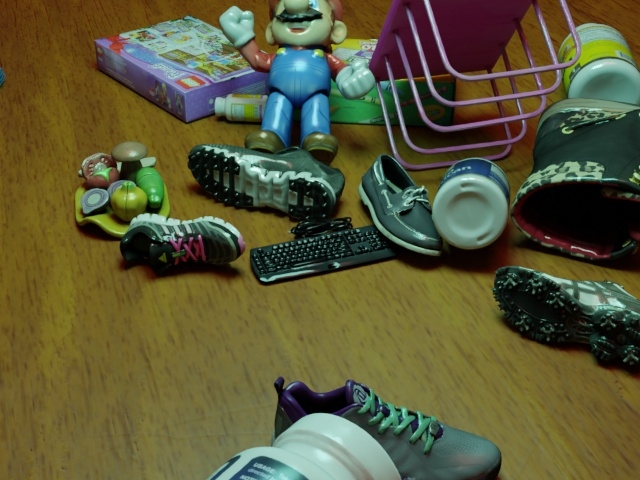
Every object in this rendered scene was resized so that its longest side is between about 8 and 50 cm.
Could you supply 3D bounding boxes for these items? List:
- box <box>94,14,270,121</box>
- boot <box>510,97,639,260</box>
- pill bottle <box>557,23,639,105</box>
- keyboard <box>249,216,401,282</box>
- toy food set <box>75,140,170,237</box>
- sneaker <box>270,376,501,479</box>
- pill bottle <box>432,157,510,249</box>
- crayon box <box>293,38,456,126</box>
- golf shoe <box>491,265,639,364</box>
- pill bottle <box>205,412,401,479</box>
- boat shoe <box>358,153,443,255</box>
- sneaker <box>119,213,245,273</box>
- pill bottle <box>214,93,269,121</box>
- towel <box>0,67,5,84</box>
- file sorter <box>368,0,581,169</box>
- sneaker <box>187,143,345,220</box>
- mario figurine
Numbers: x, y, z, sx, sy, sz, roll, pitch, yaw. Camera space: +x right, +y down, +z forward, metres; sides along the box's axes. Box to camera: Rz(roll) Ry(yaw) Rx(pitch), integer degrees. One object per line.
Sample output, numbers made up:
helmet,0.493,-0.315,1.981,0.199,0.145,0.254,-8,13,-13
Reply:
box,-0.227,-0.301,1.828,0.201,0.057,0.293,-23,38,-32
boot,0.445,-0.085,1.399,0.377,0.138,0.284,9,32,21
pill bottle,0.447,-0.274,1.721,0.117,0.117,0.215,2,32,4
keyboard,0.000,0.000,1.364,0.192,0.038,0.100,-11,33,-18
toy food set,-0.279,-0.087,1.473,0.128,0.071,0.218,-7,32,-11
sneaker,0.061,0.183,1.012,0.224,0.098,0.083,3,32,7
pill bottle,0.197,-0.055,1.378,0.094,0.094,0.169,6,16,9
crayon box,0.080,-0.260,1.736,0.278,0.081,0.165,3,33,6
golf shoe,0.293,0.078,1.215,0.198,0.077,0.094,25,29,24
pill bottle,-0.055,0.258,0.842,0.153,0.153,0.265,21,39,31
boat shoe,0.108,-0.049,1.400,0.075,0.065,0.206,10,25,-26
sneaker,-0.178,0.009,1.330,0.170,0.063,0.075,7,32,21
pill bottle,-0.124,-0.211,1.697,0.083,0.043,0.043,4,32,6
towel,-0.603,-0.271,1.814,0.119,0.029,0.067,0,32,-1
file sorter,0.206,-0.238,1.475,0.202,0.290,0.182,-8,70,-12
sneaker,-0.069,-0.091,1.480,0.234,0.078,0.106,16,31,21
mario figurine,-0.039,-0.272,1.563,0.198,0.170,0.320,15,63,-28
